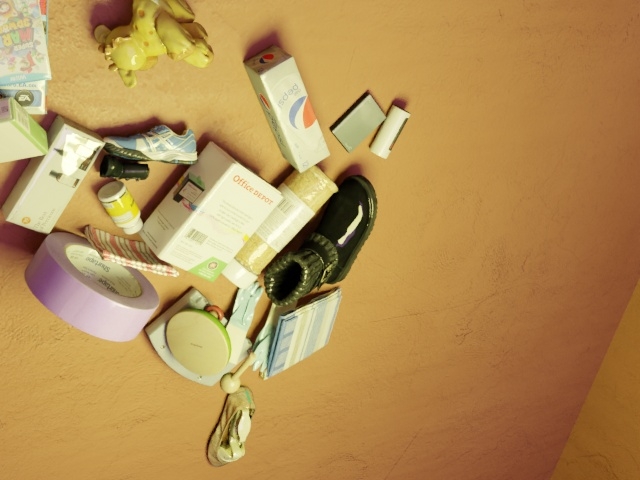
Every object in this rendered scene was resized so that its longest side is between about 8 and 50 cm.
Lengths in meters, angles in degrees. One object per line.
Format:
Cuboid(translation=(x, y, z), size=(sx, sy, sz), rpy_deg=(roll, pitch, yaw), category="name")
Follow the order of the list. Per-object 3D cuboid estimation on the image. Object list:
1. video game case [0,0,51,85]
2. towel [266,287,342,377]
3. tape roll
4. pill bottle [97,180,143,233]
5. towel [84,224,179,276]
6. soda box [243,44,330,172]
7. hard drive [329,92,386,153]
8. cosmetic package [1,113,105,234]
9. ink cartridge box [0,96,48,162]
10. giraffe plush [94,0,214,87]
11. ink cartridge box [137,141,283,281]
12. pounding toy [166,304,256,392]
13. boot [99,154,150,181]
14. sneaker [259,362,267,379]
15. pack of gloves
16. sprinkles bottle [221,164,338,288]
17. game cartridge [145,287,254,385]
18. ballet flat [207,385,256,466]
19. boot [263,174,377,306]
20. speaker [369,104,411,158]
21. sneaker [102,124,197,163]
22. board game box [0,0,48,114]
Cuboid(translation=(-0.548, -0.357, 1.265), size=(0.119, 0.015, 0.166), rpy_deg=(-15, 127, -26), category="video game case")
Cuboid(translation=(-0.046, 0.258, 2.052), size=(0.285, 0.034, 0.209), rpy_deg=(-22, 133, -51), category="towel")
Cuboid(translation=(-0.488, 0.098, 1.551), size=(0.275, 0.275, 0.090), rpy_deg=(28, 102, -42), category="tape roll")
Cuboid(translation=(-0.444, -0.071, 1.611), size=(0.065, 0.065, 0.116), rpy_deg=(-31, 133, -13), category="pill bottle")
Cuboid(translation=(-0.427, 0.026, 1.635), size=(0.197, 0.144, 0.029), rpy_deg=(18, 103, -40), category="towel")
Cuboid(translation=(-0.075, -0.303, 1.680), size=(0.091, 0.098, 0.286), rpy_deg=(-33, 132, -11), category="soda box")
Cuboid(translation=(0.096, -0.301, 1.847), size=(0.135, 0.022, 0.094), rpy_deg=(-45, 134, 0), category="hard drive")
Cuboid(translation=(-0.557, -0.134, 1.497), size=(0.099, 0.060, 0.239), rpy_deg=(26, 103, -41), category="cosmetic package")
Cuboid(translation=(-0.655, -0.186, 1.343), size=(0.235, 0.056, 0.171), rpy_deg=(-12, 167, -3), category="ink cartridge box")
Cuboid(translation=(-0.342, -0.392, 1.416), size=(0.170, 0.181, 0.210), rpy_deg=(-35, 148, 20), category="giraffe plush")
Cuboid(translation=(-0.254, -0.063, 1.689), size=(0.278, 0.117, 0.201), rpy_deg=(-50, 144, 5), category="ink cartridge box")
Cuboid(translation=(-0.264, 0.254, 1.822), size=(0.183, 0.237, 0.110), rpy_deg=(-58, 171, 32), category="pounding toy")
Cuboid(translation=(-0.417, -0.154, 1.545), size=(0.099, 0.121, 0.045), rpy_deg=(2, 84, -24), category="boot")
Cuboid(translation=(-0.155, 0.375, 2.133), size=(0.037, 0.032, 0.083), rpy_deg=(-11, 131, -44), category="sneaker")
Cuboid(translation=(-0.184, 0.235, 1.974), size=(0.195, 0.046, 0.232), rpy_deg=(31, 74, -35), category="pack of gloves")
Cuboid(translation=(-0.114, -0.042, 1.811), size=(0.355, 0.121, 0.121), rpy_deg=(-47, 133, 2), category="sprinkles bottle")
Cuboid(translation=(-0.327, 0.270, 1.929), size=(0.196, 0.060, 0.294), rpy_deg=(-43, 133, -7), category="game cartridge")
Cuboid(translation=(-0.261, 0.583, 2.144), size=(0.108, 0.106, 0.315), rpy_deg=(-3, 121, -32), category="ballet flat")
Cuboid(translation=(0.003, 0.003, 1.861), size=(0.260, 0.131, 0.347), rpy_deg=(-15, 130, -50), category="boot")
Cuboid(translation=(0.182, -0.286, 1.893), size=(0.055, 0.055, 0.136), rpy_deg=(16, 109, -40), category="speaker")
Cuboid(translation=(-0.372, -0.212, 1.571), size=(0.211, 0.080, 0.081), rpy_deg=(2, 94, -33), category="sneaker")
Cuboid(translation=(-0.644, -0.378, 1.257), size=(0.308, 0.086, 0.301), rpy_deg=(-5, 122, -31), category="board game box")
